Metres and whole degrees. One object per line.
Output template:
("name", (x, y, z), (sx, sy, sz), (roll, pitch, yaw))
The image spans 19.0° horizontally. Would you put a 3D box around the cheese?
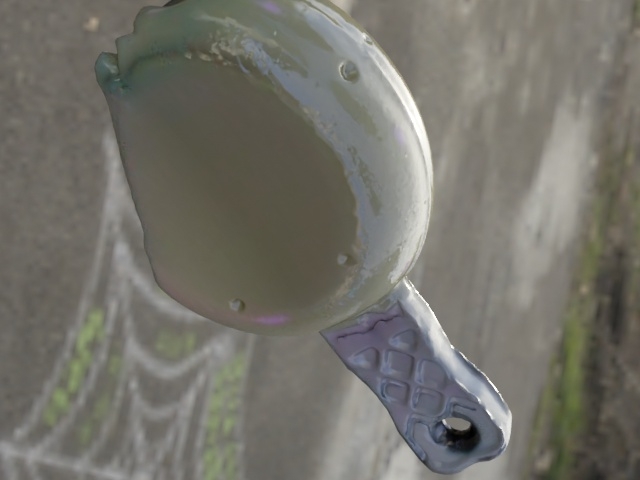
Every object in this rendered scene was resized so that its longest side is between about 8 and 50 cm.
("cheese", (-0.007, 0.001, 0.557), (0.047, 0.092, 0.171), (-60, 137, -51))
